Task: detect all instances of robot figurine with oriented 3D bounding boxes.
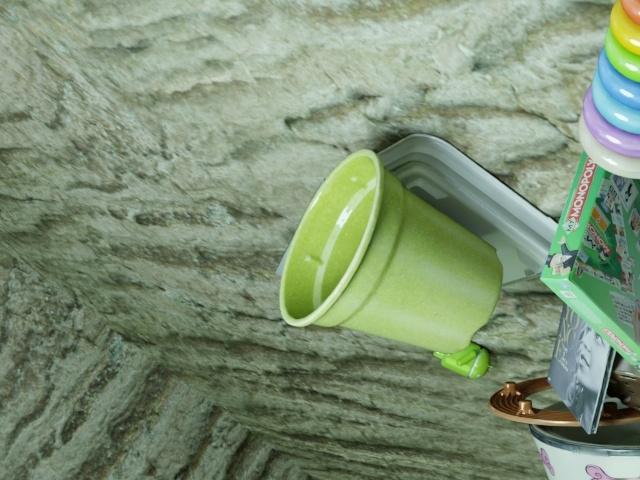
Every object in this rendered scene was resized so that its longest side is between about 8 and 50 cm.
[{"bbox_3d":[0.282,0.229,2.269,0.115,0.067,0.101,24,166,6],"label":"robot figurine"}]

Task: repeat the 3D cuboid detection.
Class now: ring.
[{"bbox_3d":[0.451,0.256,1.951,0.337,0.032,0.336,-5,-174,0],"label":"ring"}]

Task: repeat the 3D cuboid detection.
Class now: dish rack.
[{"bbox_3d":[0.210,-0.023,1.835,0.333,0.072,0.285,35,156,-15],"label":"dish rack"}]

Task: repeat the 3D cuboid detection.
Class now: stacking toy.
[{"bbox_3d":[0.355,-0.212,1.227,0.141,0.141,0.330,19,151,19],"label":"stacking toy"}]

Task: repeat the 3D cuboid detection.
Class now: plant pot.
[{"bbox_3d":[0.509,0.165,1.778,0.167,0.165,0.167,24,156,11],"label":"plant pot"},{"bbox_3d":[0.117,0.041,1.701,0.254,0.276,0.276,24,159,-20],"label":"plant pot"}]

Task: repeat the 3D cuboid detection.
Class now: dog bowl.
[{"bbox_3d":[0.544,0.348,1.843,0.408,0.150,0.408,-6,-177,0],"label":"dog bowl"}]

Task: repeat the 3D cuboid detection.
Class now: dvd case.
[{"bbox_3d":[0.405,0.160,1.777,0.018,0.221,0.164,2,-157,-14],"label":"dvd case"}]

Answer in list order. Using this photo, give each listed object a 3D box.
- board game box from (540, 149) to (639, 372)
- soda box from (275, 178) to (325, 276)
[{"bbox_3d":[0.416,0.035,1.515,0.046,0.213,0.317,1,150,47],"label":"board game box"},{"bbox_3d":[0.000,0.000,2.072,0.098,0.091,0.286,27,157,-1],"label":"soda box"}]
